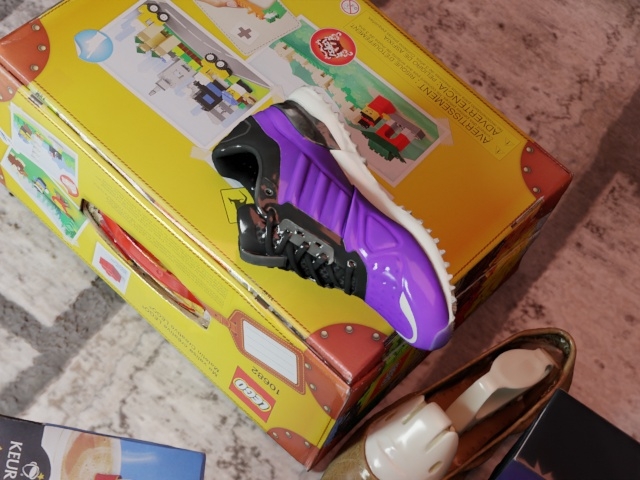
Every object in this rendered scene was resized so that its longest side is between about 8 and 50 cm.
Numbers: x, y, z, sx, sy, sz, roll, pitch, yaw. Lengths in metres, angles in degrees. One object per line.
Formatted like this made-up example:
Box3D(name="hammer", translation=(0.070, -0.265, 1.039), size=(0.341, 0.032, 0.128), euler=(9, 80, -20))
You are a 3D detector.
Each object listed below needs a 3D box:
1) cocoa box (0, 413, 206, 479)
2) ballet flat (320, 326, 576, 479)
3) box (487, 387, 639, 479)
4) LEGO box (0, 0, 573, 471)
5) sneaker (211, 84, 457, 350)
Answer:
Box3D(name="cocoa box", translation=(-0.238, 0.316, 1.279), size=(0.228, 0.347, 0.231), euler=(12, 55, -9))
Box3D(name="ballet flat", translation=(0.134, 0.180, 1.608), size=(0.342, 0.124, 0.116), euler=(-28, 69, -29))
Box3D(name="box", translation=(0.283, 0.287, 1.546), size=(0.261, 0.184, 0.103), euler=(34, 58, 8))
Box3D(name="LEGO box", translation=(-0.055, -0.077, 1.678), size=(0.500, 0.193, 0.372), euler=(42, 58, 13))
Box3D(name="sneaker", translation=(0.000, 0.000, 1.474), size=(0.146, 0.102, 0.293), euler=(-25, 63, -23))
